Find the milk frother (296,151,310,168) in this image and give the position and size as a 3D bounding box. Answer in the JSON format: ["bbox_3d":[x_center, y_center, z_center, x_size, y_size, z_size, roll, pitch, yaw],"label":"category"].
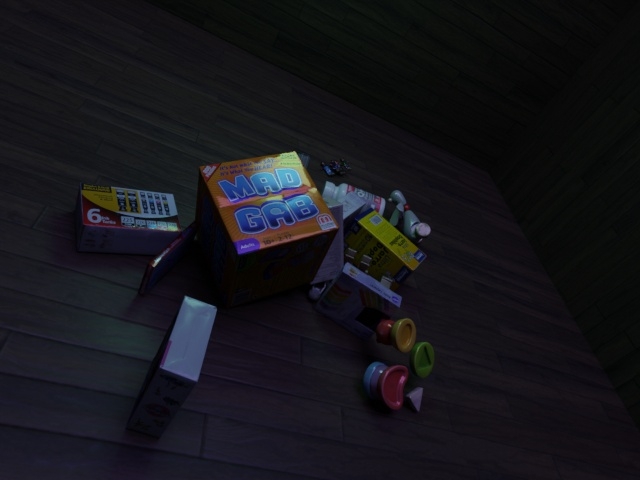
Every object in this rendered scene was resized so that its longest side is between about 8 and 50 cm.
[{"bbox_3d":[-0.142,-0.400,2.368,0.143,0.135,0.129,10,11,-35],"label":"milk frother"}]

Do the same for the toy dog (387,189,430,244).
[{"bbox_3d":[0.452,-0.103,2.491,0.160,0.220,0.334,-24,51,-16],"label":"toy dog"}]

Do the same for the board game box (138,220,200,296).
[{"bbox_3d":[-0.504,0.055,1.523,0.027,0.145,0.281,30,34,-1],"label":"board game box"}]

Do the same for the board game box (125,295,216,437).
[{"bbox_3d":[-0.379,0.326,1.162,0.097,0.303,0.224,24,36,-15],"label":"board game box"}]

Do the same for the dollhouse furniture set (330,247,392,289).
[{"bbox_3d":[0.167,0.192,1.963,0.258,0.135,0.262,24,34,5],"label":"dollhouse furniture set"}]

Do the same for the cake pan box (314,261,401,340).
[{"bbox_3d":[0.145,0.244,1.747,0.266,0.246,0.070,33,38,-4],"label":"cake pan box"}]

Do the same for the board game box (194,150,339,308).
[{"bbox_3d":[-0.209,-0.039,1.592,0.355,0.357,0.357,-15,61,-27],"label":"board game box"}]

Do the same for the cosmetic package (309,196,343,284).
[{"bbox_3d":[0.000,0.000,1.783,0.160,0.310,0.113,-12,26,-25],"label":"cosmetic package"}]

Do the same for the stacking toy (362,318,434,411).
[{"bbox_3d":[0.278,0.460,1.669,0.279,0.130,0.309,39,64,-36],"label":"stacking toy"}]

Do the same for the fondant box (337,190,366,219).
[{"bbox_3d":[0.049,-0.069,2.043,0.096,0.238,0.330,40,35,8],"label":"fondant box"}]

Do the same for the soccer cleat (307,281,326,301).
[{"bbox_3d":[0.001,0.170,1.861,0.068,0.076,0.196,32,35,-5],"label":"soccer cleat"}]

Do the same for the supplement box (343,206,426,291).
[{"bbox_3d":[0.281,0.048,2.132,0.356,0.194,0.195,42,35,11],"label":"supplement box"}]

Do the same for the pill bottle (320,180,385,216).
[{"bbox_3d":[0.154,-0.185,2.308,0.318,0.176,0.176,20,37,-7],"label":"pill bottle"}]

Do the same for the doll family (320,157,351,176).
[{"bbox_3d":[0.085,-0.433,2.651,0.192,0.076,0.111,-11,59,-42],"label":"doll family"}]

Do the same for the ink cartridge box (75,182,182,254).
[{"bbox_3d":[-0.671,-0.092,1.574,0.309,0.130,0.272,4,44,-36],"label":"ink cartridge box"}]
